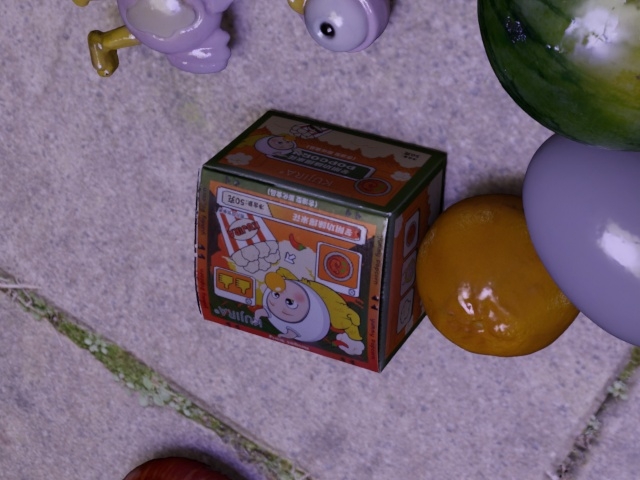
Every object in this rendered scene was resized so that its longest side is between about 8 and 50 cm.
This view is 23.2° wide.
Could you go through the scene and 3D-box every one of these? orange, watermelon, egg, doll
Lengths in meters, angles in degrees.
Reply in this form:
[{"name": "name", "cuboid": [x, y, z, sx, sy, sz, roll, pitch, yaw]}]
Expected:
[{"name": "orange", "cuboid": [0.162, 0.036, 1.413, 0.159, 0.136, 0.159, 14, 130, 17]}, {"name": "watermelon", "cuboid": [0.241, -0.187, 1.184, 0.242, 0.242, 0.242, 14, 122, 23]}, {"name": "egg", "cuboid": [0.273, -0.006, 1.299, 0.232, 0.176, 0.176, 32, 129, -10]}, {"name": "doll", "cuboid": [-0.066, -0.233, 1.421, 0.365, 0.094, 0.160, -3, 118, 31]}]

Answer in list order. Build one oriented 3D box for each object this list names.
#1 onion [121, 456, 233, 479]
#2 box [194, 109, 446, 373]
[{"name": "onion", "cuboid": [-0.159, 0.366, 1.771, 0.230, 0.163, 0.230, 16, 131, 19]}, {"name": "box", "cuboid": [0.000, 0.000, 1.481, 0.195, 0.148, 0.177, 16, 125, 21]}]
